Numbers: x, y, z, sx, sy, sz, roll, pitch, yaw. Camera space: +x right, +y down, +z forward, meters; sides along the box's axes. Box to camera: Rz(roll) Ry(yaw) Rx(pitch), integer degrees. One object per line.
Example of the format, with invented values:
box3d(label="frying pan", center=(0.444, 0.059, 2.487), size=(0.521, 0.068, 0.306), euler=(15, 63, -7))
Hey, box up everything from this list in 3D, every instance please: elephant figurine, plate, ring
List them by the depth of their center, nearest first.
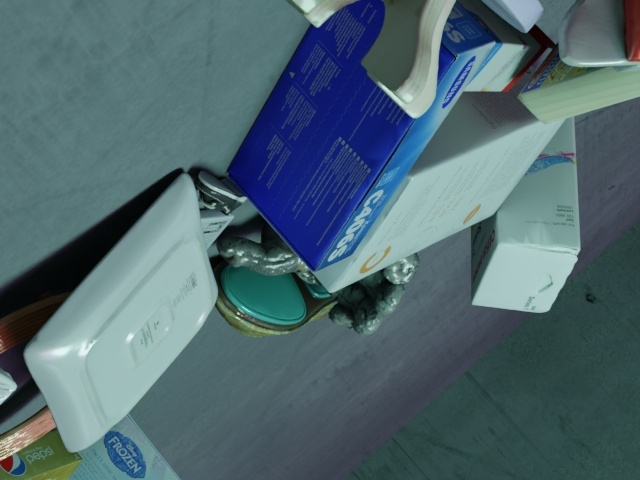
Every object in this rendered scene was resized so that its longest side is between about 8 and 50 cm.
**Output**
box3d(label="plate", center=(-0.207, 0.095, 1.888), size=(0.278, 0.045, 0.277), euler=(-50, 158, -22))
box3d(label="ring", center=(-0.356, 0.163, 1.894), size=(0.336, 0.032, 0.336), euler=(-34, 160, -14))
box3d(label="elephant figurine", center=(0.000, 0.000, 2.147), size=(0.169, 0.239, 0.186), euler=(-58, -171, 0))

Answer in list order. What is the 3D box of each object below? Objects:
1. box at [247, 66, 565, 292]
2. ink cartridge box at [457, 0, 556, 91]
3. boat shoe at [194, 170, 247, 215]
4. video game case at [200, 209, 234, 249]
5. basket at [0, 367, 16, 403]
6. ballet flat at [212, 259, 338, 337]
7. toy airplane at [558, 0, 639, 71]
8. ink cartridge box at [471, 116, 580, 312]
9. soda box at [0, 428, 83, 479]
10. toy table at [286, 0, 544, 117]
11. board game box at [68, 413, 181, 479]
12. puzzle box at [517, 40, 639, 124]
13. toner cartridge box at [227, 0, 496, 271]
box3d(label="box", center=(0.114, -0.109, 2.059), size=(0.345, 0.168, 0.215), euler=(-24, 156, -46))
box3d(label="ink cartridge box", center=(0.170, -0.241, 1.915), size=(0.078, 0.134, 0.231), euler=(-49, 161, 23))
box3d(label="boat shoe", center=(-0.119, -0.051, 1.904), size=(0.038, 0.046, 0.125), euler=(-49, 170, 6))
box3d(label="video game case", center=(-0.187, 0.019, 1.968), size=(0.143, 0.019, 0.157), euler=(-48, 162, 22))
box3d(label="basket", center=(-0.410, 0.156, 1.669), size=(0.167, 0.103, 0.113), euler=(-42, 163, -3))
box3d(label="ballet flat", center=(-0.059, 0.075, 2.241), size=(0.123, 0.123, 0.348), euler=(-51, 160, 28))
box3d(label="toy airplane", center=(0.286, -0.350, 1.605), size=(0.384, 0.272, 0.386), euler=(-85, -162, -48))
box3d(label="ink cartridge box", center=(0.283, -0.065, 2.344), size=(0.117, 0.278, 0.201), euler=(5, 152, -4))
box3d(label="soda box", center=(-0.390, 0.297, 2.131), size=(0.061, 0.058, 0.181), euler=(-51, 161, 26))
box3d(label="toy table", center=(0.072, -0.238, 1.561), size=(0.161, 0.252, 0.274), euler=(-47, 119, 4))
box3d(label="board game box", center=(-0.296, 0.444, 2.252), size=(0.318, 0.319, 0.066), euler=(-35, 163, -18))
box3d(label="puzzle box", center=(0.411, -0.313, 1.880), size=(0.409, 0.052, 0.272), euler=(-53, -165, -21))
box3d(label="toner cartridge box", center=(0.036, -0.141, 1.821), size=(0.075, 0.165, 0.348), euler=(-25, 157, -46))
